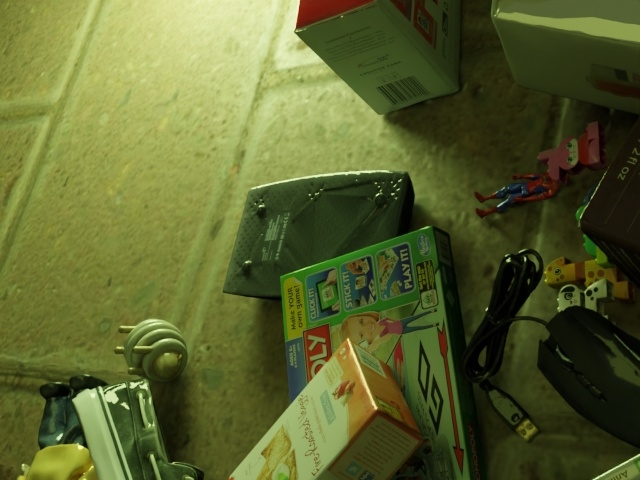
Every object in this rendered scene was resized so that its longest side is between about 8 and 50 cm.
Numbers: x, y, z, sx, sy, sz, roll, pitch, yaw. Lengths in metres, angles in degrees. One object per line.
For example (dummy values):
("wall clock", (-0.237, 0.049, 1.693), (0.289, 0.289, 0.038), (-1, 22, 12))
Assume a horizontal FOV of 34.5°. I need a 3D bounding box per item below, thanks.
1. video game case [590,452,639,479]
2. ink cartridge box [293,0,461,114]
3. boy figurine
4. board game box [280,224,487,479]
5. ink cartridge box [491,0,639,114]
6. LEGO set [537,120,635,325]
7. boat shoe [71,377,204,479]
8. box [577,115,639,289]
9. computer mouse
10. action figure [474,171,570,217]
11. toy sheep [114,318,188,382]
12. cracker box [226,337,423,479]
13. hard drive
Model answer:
("video game case", (0.266, 0.213, 0.868), (0.193, 0.212, 0.023), (-35, 61, 18))
("ink cartridge box", (0.067, -0.372, 1.333), (0.130, 0.272, 0.310), (-13, 57, 32))
("boy figurine", (-0.330, 0.322, 1.363), (0.177, 0.092, 0.285), (-19, 55, 25))
("board game box", (0.063, 0.163, 1.139), (0.213, 0.046, 0.317), (-19, 64, 29))
("ink cartridge box", (0.401, -0.262, 1.008), (0.384, 0.160, 0.279), (18, 76, 25))
("LEGO set", (0.270, 0.004, 1.082), (0.093, 0.087, 0.227), (-13, 64, 36))
("boat shoe", (-0.197, 0.303, 1.245), (0.119, 0.121, 0.335), (-23, 62, -13))
("box", (0.384, -0.017, 0.940), (0.203, 0.167, 0.168), (28, 84, 45))
("computer mouse", (0.242, 0.149, 0.994), (0.262, 0.060, 0.184), (39, 128, 24))
("action figure", (0.232, -0.057, 1.186), (0.115, 0.030, 0.038), (-17, 50, 28))
("toy sheep", (-0.225, 0.146, 1.388), (0.091, 0.091, 0.132), (-49, 39, 4))
("cracker box", (-0.008, 0.232, 1.051), (0.232, 0.067, 0.156), (-51, 20, 10))
("hard drive", (0.000, 0.000, 1.316), (0.254, 0.054, 0.172), (-4, 63, 36))
